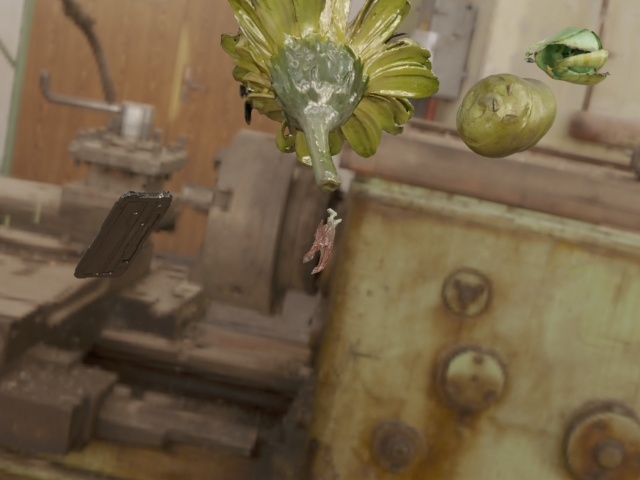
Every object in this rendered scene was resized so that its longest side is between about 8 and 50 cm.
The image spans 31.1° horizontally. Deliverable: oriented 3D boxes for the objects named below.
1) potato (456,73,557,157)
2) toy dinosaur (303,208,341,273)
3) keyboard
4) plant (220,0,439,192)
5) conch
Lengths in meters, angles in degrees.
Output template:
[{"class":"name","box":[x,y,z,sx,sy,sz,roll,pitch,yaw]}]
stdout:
[{"class":"potato","box":[0.332,-0.225,2.051,0.169,0.143,0.248,-19,0,34]},{"class":"toy dinosaur","box":[0.001,0.000,1.933,0.032,0.108,0.220,26,-21,12]},{"class":"keyboard","box":[-0.343,-0.008,1.993,0.106,0.262,0.016,0,57,-34]},{"class":"plant","box":[-0.019,-0.186,1.474,0.306,0.297,0.261,28,-19,-34]},{"class":"conch","box":[0.369,-0.263,1.688,0.105,0.079,0.170,33,32,23]}]
